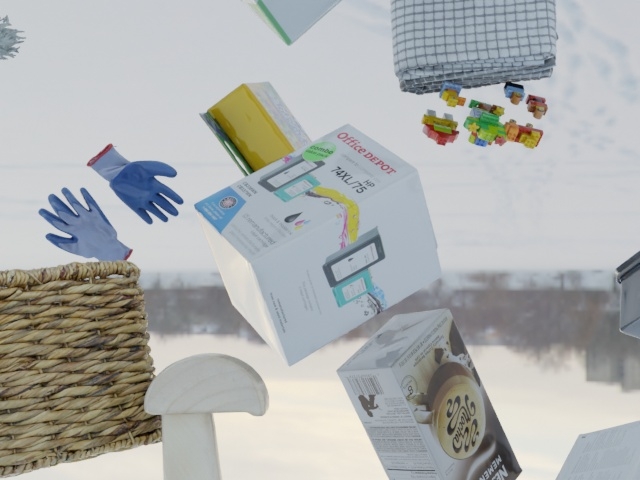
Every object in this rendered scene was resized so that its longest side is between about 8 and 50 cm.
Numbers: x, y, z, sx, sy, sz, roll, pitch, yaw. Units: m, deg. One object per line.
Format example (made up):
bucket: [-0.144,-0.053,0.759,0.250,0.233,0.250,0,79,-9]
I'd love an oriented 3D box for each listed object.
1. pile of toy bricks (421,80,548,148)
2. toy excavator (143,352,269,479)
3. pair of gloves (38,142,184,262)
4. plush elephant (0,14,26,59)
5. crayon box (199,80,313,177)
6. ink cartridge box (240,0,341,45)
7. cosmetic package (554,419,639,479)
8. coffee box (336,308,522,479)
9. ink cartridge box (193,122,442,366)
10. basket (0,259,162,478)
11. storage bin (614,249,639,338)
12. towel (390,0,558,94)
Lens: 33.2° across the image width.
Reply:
pile of toy bricks: [0.286,-0.195,1.805,0.212,0.118,0.105,11,-140,-9]
toy excavator: [-0.042,0.388,1.141,0.445,0.433,0.222,24,178,1]
pair of gloves: [-0.297,-0.049,1.544,0.159,0.198,0.023,42,-174,-33]
plush elephant: [-0.659,-0.372,1.672,0.330,0.272,0.255,-11,137,-1]
crayon box: [-0.082,-0.164,1.812,0.083,0.203,0.323,-35,-176,11]
ink cartridge box: [-0.089,-0.336,1.192,0.212,0.093,0.154,50,-177,38]
cosmetic package: [0.244,0.255,0.946,0.099,0.060,0.239,-24,-166,42]
coffee box: [0.168,0.275,1.618,0.119,0.297,0.168,-11,-159,45]
ink cartridge box: [0.000,0.000,1.537,0.270,0.197,0.198,-29,-143,-16]
basket: [-0.356,0.154,1.225,0.299,0.223,0.213,-8,173,-37]
storage bin: [0.439,0.071,1.365,0.098,0.091,0.135,18,155,-8]
towel: [0.264,-0.380,1.842,0.284,0.235,0.121,-5,157,12]
